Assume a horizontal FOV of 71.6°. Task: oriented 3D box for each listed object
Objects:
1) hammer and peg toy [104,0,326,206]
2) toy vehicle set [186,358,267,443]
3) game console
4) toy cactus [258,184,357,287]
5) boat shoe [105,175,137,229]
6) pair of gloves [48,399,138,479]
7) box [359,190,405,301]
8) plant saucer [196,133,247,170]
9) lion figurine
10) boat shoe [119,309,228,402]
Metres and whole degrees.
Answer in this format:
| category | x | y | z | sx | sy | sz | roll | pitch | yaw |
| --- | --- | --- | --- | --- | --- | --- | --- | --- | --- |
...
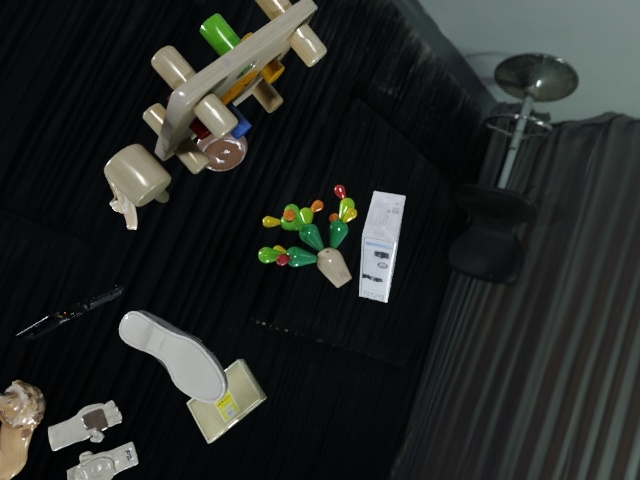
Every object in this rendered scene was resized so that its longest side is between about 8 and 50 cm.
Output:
| category | x | y | z | sx | sy | sz | roll | pitch | yaw |
| --- | --- | --- | --- | --- | --- | --- | --- | --- | --- |
| hammer and peg toy | -0.177 | -0.199 | 0.659 | 0.127 | 0.361 | 0.266 | 49 | 158 | -12 |
| toy vehicle set | -0.334 | 0.566 | 1.567 | 0.166 | 0.267 | 0.035 | 53 | -170 | 21 |
| game console | -0.842 | 0.240 | 1.544 | 0.213 | 0.044 | 0.361 | -27 | -176 | 20 |
| toy cactus | 0.000 | 0.000 | 0.822 | 0.180 | 0.219 | 0.112 | 55 | 148 | 4 |
| boat shoe | -0.550 | -0.108 | 1.221 | 0.059 | 0.170 | 0.063 | -18 | -160 | -31 |
| pair of gloves | -0.713 | 0.645 | 1.398 | 0.204 | 0.240 | 0.042 | -24 | 178 | -33 |
| box | 0.170 | 0.025 | 1.243 | 0.087 | 0.169 | 0.290 | 10 | 144 | 11 |
| plant saucer | -0.308 | -0.278 | 1.400 | 0.168 | 0.168 | 0.029 | 32 | -154 | -52 |
| lion figurine | -0.915 | 0.579 | 1.319 | 0.240 | 0.392 | 0.142 | 21 | -163 | 34 |
| boat shoe | -0.332 | 0.263 | 1.054 | 0.335 | 0.112 | 0.095 | 27 | 180 | 23 |
